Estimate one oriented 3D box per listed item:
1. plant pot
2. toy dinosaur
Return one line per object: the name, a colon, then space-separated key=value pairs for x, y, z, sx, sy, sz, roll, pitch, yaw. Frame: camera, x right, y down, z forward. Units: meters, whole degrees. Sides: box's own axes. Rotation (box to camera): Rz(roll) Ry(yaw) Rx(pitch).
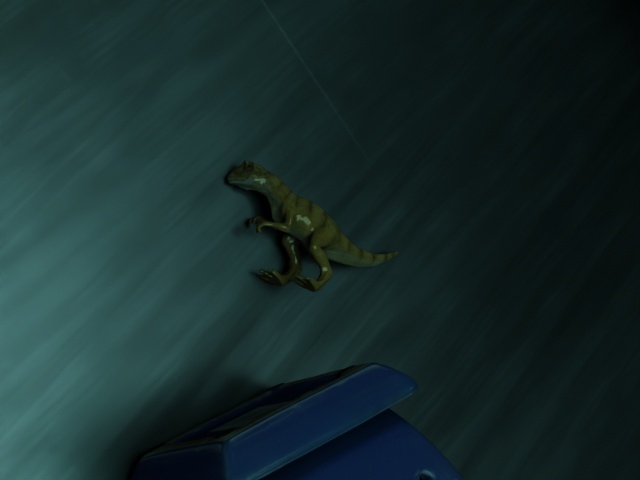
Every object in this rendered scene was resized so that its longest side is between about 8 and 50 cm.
plant pot: x=-0.016 y=0.239 z=1.071 sx=0.236 sy=0.236 sz=0.212 roll=-23 pitch=90 yaw=-34
toy dinosaur: x=0.000 y=0.000 z=1.216 sx=0.211 sy=0.064 sz=0.112 roll=36 pitch=63 yaw=-25
